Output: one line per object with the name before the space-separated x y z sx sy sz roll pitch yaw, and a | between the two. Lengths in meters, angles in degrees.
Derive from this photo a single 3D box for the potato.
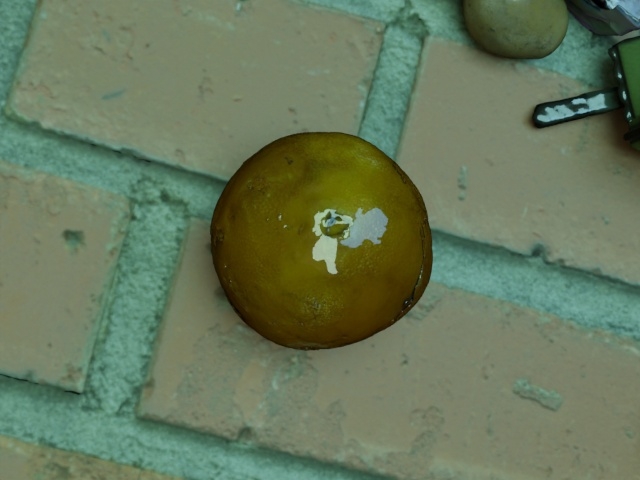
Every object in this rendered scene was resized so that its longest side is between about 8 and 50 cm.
potato | 0.228 -0.274 1.332 0.147 0.112 0.112 30 81 -20

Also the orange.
orange | 0.000 0.000 1.210 0.239 0.240 0.240 1 85 -10

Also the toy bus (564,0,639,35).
toy bus | 0.286 -0.357 1.342 0.274 0.112 0.090 40 80 -5

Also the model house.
model house | 0.402 -0.163 1.305 0.278 0.218 0.205 -11 87 -7
